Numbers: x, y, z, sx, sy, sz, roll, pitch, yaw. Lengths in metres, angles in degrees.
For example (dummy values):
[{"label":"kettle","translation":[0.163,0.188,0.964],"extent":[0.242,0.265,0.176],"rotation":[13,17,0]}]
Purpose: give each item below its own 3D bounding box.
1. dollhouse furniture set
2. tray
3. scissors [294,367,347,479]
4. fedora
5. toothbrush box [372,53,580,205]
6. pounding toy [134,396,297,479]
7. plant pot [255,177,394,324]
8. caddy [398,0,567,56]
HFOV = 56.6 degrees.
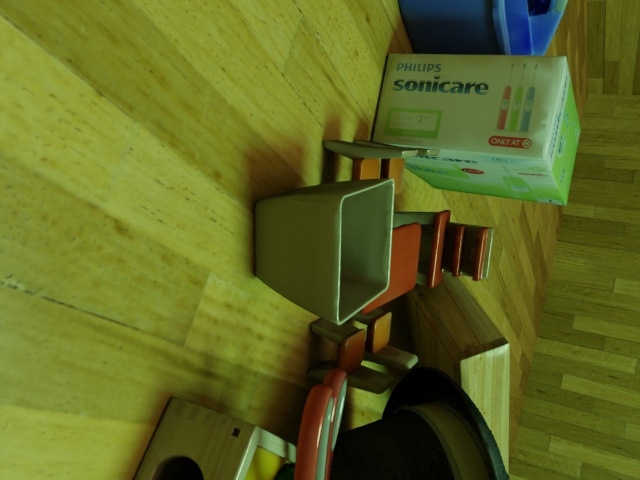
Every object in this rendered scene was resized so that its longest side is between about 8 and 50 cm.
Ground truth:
[{"label":"dollhouse furniture set","translation":[0.104,0.020,0.698],"extent":[0.259,0.135,0.262],"rotation":[-15,112,-60]},{"label":"tray","translation":[0.205,0.241,0.912],"extent":[0.203,0.076,0.411],"rotation":[-116,-170,-53]},{"label":"scissors","translation":[-0.011,0.243,0.491],"extent":[0.109,0.021,0.297],"rotation":[-48,147,-72]},{"label":"fedora","translation":[0.063,0.288,0.614],"extent":[0.334,0.152,0.334],"rotation":[179,-90,-77]},{"label":"toothbrush box","translation":[0.221,-0.139,0.793],"extent":[0.283,0.206,0.122],"rotation":[18,84,-63]},{"label":"pounding toy","translation":[-0.098,0.232,0.431],"extent":[0.181,0.094,0.206],"rotation":[55,51,-54]},{"label":"plant pot","translation":[0.000,0.000,0.538],"extent":[0.109,0.096,0.109],"rotation":[-25,120,-57]},{"label":"caddy","translation":[0.234,-0.339,0.781],"extent":[0.341,0.179,0.241],"rotation":[48,58,-57]}]
